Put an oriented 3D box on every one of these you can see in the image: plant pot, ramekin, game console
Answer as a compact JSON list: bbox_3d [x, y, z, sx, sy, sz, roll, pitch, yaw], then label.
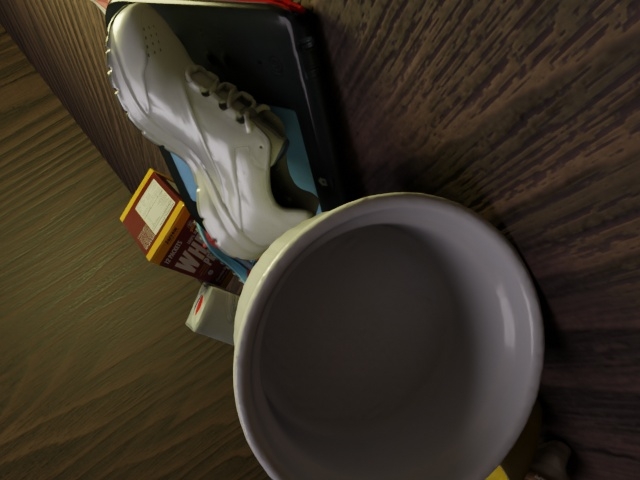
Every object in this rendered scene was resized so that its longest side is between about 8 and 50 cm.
[{"bbox_3d":[0.194,0.206,0.632,0.134,0.095,0.134,45,160,22],"label":"plant pot"},{"bbox_3d":[0.050,0.094,0.516,0.277,0.277,0.135,57,168,-13],"label":"ramekin"},{"bbox_3d":[-0.106,-0.117,0.708,0.342,0.060,0.386,25,144,38],"label":"game console"}]

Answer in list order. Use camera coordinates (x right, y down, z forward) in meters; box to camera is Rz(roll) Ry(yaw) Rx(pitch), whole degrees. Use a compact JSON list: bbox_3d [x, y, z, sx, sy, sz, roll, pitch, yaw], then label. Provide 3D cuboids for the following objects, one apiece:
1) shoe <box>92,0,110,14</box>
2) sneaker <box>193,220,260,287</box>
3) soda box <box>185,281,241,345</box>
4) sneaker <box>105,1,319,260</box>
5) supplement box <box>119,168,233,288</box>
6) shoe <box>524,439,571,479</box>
[{"bbox_3d":[-0.366,-0.428,0.888,0.178,0.063,0.081,41,158,16],"label":"shoe"},{"bbox_3d":[-0.114,0.002,0.986,0.262,0.125,0.104,50,-168,-18],"label":"sneaker"},{"bbox_3d":[-0.125,0.183,1.154,0.286,0.098,0.091,25,172,-23],"label":"soda box"},{"bbox_3d":[-0.104,-0.121,0.592,0.129,0.111,0.297,-20,114,34],"label":"sneaker"},{"bbox_3d":[-0.276,-0.024,1.156,0.191,0.129,0.194,27,-171,-44],"label":"supplement box"},{"bbox_3d":[0.273,0.302,0.700,0.077,0.058,0.219,23,155,20],"label":"shoe"}]
